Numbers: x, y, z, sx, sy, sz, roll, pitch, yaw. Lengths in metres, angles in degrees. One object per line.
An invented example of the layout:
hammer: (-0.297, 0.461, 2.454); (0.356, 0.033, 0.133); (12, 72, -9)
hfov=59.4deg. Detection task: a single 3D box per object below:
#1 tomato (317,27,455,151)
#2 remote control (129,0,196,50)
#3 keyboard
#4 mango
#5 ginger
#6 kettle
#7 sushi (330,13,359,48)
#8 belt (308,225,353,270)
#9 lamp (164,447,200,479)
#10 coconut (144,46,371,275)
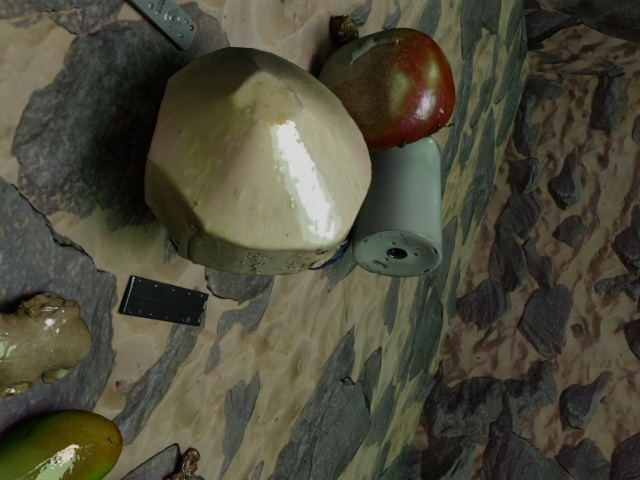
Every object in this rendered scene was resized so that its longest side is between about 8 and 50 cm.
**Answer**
tomato: (0.143, -0.327, 1.222); (0.303, 0.304, 0.239); (-36, 114, -51)
remote control: (-0.240, -0.340, 0.803); (0.184, 0.027, 0.049); (34, 74, -65)
keyboard: (-0.264, 0.109, 0.972); (0.202, 0.011, 0.067); (29, 75, -61)
mango: (-0.375, 0.296, 0.754); (0.233, 0.111, 0.125); (4, 85, -49)
ginger: (-0.386, 0.128, 0.692); (0.213, 0.074, 0.137); (22, 74, -66)
kettle: (0.189, -0.077, 1.380); (0.265, 0.205, 0.318); (93, 3, -58)
sushi: (0.060, -0.464, 1.258); (0.118, 0.060, 0.061); (21, 88, -61)
belt: (0.000, 0.000, 1.277); (0.218, 0.129, 0.122); (-26, 119, -57)
lamp: (-0.266, 0.447, 1.100); (0.083, 0.031, 0.063); (-59, 149, -36)
coconut: (-0.091, -0.109, 0.819); (0.353, 0.353, 0.352); (-34, 131, -52)
